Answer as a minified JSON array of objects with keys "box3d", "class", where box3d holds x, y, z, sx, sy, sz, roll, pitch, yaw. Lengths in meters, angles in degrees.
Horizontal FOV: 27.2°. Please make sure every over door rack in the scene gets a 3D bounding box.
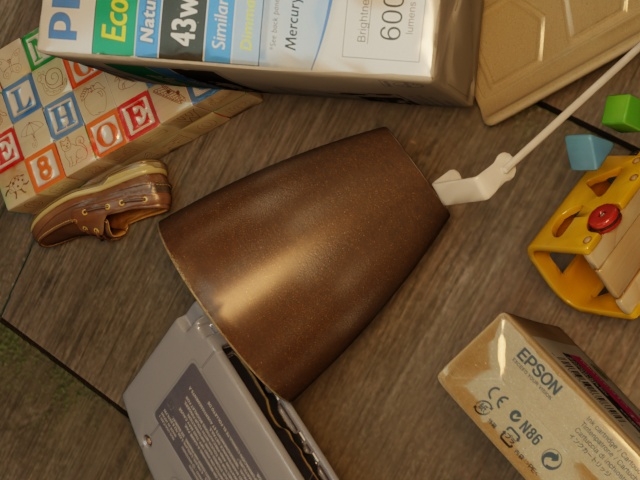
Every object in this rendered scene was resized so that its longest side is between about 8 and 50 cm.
[{"box3d":[0.180,-0.207,1.031,0.324,0.108,0.239,-36,107,-18],"class":"over door rack"}]

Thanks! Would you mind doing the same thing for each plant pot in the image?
[{"box3d":[0.000,0.000,1.266,0.230,0.215,0.215,-37,70,3],"class":"plant pot"}]

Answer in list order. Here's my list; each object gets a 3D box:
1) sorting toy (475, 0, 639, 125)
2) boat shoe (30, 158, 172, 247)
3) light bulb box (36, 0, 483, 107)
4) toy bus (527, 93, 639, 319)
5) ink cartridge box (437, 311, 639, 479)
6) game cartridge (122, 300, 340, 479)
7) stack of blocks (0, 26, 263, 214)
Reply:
[{"box3d":[0.240,-0.269,1.222,0.307,0.041,0.229,-29,72,35],"class":"sorting toy"},{"box3d":[-0.240,-0.028,1.444,0.178,0.064,0.060,-24,73,19],"class":"boat shoe"},{"box3d":[-0.035,-0.315,1.202,0.361,0.225,0.358,5,90,15],"class":"light bulb box"},{"box3d":[0.273,-0.029,1.173,0.104,0.202,0.191,6,95,56],"class":"toy bus"},{"box3d":[0.229,0.175,1.127,0.088,0.193,0.234,-47,68,12],"class":"ink cartridge box"},{"box3d":[-0.085,0.228,1.313,0.196,0.060,0.294,-50,64,35],"class":"game cartridge"},{"box3d":[-0.229,-0.166,1.438,0.297,0.087,0.171,-26,76,21],"class":"stack of blocks"}]
